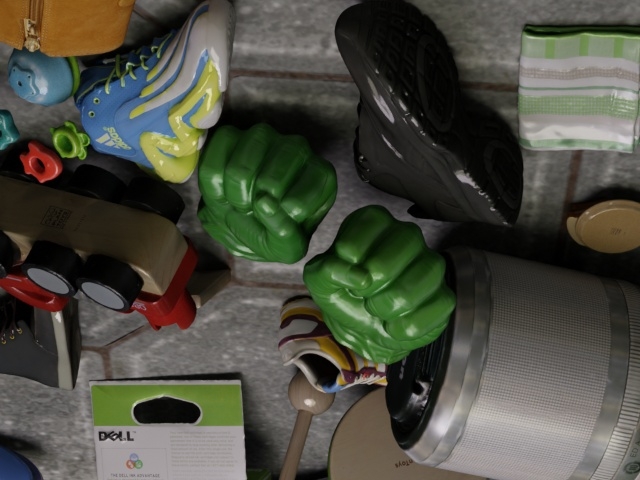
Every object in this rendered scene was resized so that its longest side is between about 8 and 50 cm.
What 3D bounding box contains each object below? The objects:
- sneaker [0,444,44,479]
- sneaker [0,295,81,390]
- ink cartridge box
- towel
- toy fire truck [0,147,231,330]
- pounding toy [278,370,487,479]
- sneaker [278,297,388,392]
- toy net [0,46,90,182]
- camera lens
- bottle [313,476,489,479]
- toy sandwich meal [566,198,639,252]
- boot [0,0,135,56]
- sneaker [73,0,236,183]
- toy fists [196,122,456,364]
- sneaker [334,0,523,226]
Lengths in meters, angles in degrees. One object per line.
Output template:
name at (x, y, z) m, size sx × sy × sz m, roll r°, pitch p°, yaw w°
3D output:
sneaker at (-0.475, 0.230, 2.173) m, size 0.323 × 0.130 × 0.236 m, roll 11°, pitch 147°, yaw 1°
sneaker at (-0.316, 0.088, 2.007) m, size 0.118 × 0.083 × 0.222 m, roll 6°, pitch 144°, yaw -1°
ink cartridge box at (-0.155, 0.275, 2.203) m, size 0.189 × 0.097 × 0.255 m, roll -1°, pitch 99°, yaw 14°
towel at (0.232, -0.132, 1.707) m, size 0.113 × 0.023 × 0.152 m, roll -1°, pitch 143°, yaw 5°
toy fire truck at (-0.201, 0.023, 1.870) m, size 0.217 × 0.158 × 0.246 m, roll 13°, pitch 152°, yaw 26°
pounding toy at (0.059, 0.246, 2.142) m, size 0.237 × 0.183 × 0.110 m, roll 14°, pitch 168°, yaw -13°
sneaker at (0.031, 0.134, 2.033) m, size 0.185 × 0.084 × 0.069 m, roll 26°, pitch 138°, yaw -25°
toy net at (-0.292, -0.103, 1.754) m, size 0.232 × 0.045 × 0.122 m, roll -20°, pitch 104°, yaw 44°
camera lens at (0.215, 0.132, 1.898) m, size 0.274 × 0.219 × 0.219 m, roll 12°, pitch 143°, yaw -10°
bottle at (0.064, 0.321, 2.273) m, size 0.283 × 0.092 × 0.118 m, roll -18°, pitch 140°, yaw 27°
toy sandwich meal at (0.281, -0.019, 1.852) m, size 0.086 × 0.029 × 0.085 m, roll 0°, pitch 140°, yaw 0°
boot at (-0.161, -0.228, 1.569) m, size 0.295 × 0.104 × 0.211 m, roll 8°, pitch 149°, yaw 4°
sneaker at (-0.152, -0.133, 1.690) m, size 0.126 × 0.091 × 0.240 m, roll 12°, pitch 144°, yaw -9°
toy fists at (0.000, 0.000, 1.766) m, size 0.279 × 0.096 × 0.142 m, roll 39°, pitch 145°, yaw 8°
sneaker at (0.074, -0.099, 1.709) m, size 0.130 × 0.109 × 0.286 m, roll -7°, pitch 139°, yaw 31°
